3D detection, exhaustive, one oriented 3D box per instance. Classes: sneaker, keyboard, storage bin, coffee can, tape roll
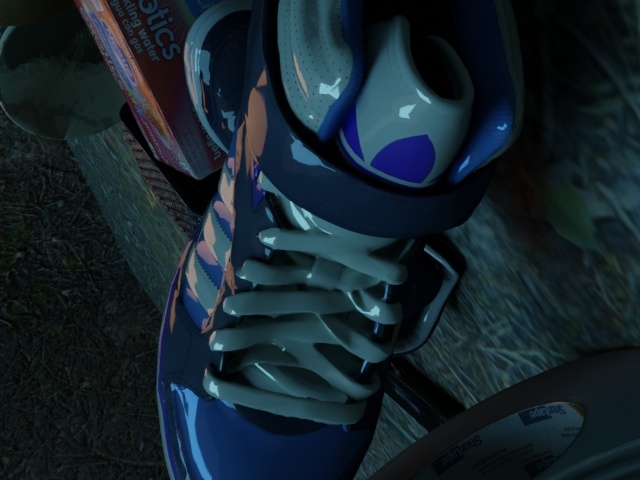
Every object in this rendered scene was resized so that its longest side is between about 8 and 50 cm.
[{"bbox_3d":[0.001,0.000,0.436,0.130,0.323,0.236,15,170,-7],"label":"sneaker"},{"bbox_3d":[0.084,0.136,0.896,0.180,0.023,0.108,34,157,56],"label":"keyboard"},{"bbox_3d":[0.008,-0.033,0.660,0.153,0.099,0.282,49,169,50],"label":"sneaker"},{"bbox_3d":[-0.091,-0.072,0.865,0.180,0.122,0.084,49,162,34],"label":"storage bin"},{"bbox_3d":[-0.339,-0.280,1.123,0.275,0.201,0.202,49,162,33],"label":"coffee can"},{"bbox_3d":[0.099,0.140,0.467,0.072,0.219,0.219,58,165,-2],"label":"tape roll"}]

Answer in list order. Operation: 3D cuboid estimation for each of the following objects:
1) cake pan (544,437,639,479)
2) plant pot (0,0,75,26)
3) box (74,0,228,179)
[{"bbox_3d":[0.162,0.206,0.305,0.293,0.293,0.054,59,-157,3],"label":"cake pan"},{"bbox_3d":[-0.276,-0.349,0.797,0.237,0.237,0.254,59,151,2],"label":"plant pot"},{"bbox_3d":[-0.117,-0.190,0.722,0.128,0.122,0.257,28,146,64],"label":"box"}]
